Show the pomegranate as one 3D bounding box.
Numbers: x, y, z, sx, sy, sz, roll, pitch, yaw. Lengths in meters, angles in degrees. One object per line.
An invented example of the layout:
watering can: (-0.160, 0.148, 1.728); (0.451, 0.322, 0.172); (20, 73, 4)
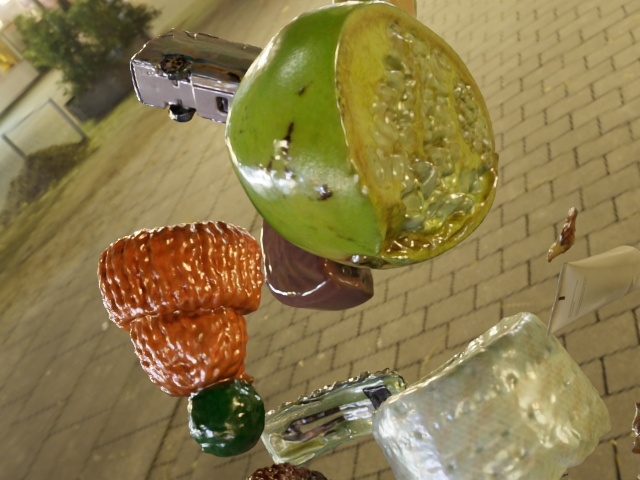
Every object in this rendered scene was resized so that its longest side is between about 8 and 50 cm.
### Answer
pomegranate: (0.032, -0.137, 0.868); (0.216, 0.309, 0.359); (-20, 65, 42)

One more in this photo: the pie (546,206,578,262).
pie: (0.437, -0.015, 1.409); (0.191, 0.033, 0.088); (51, -121, -75)

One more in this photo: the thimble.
thimble: (0.223, 0.240, 1.078); (0.291, 0.195, 0.291); (-31, -9, -5)

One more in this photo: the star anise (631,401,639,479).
star anise: (0.797, 0.518, 1.865); (0.088, 0.288, 0.288); (-22, 30, 35)

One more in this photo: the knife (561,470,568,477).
knife: (0.380, 0.452, 1.513); (0.365, 0.089, 0.043); (105, -170, -62)

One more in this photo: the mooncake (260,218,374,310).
mooncake: (0.000, 0.000, 1.719); (0.334, 0.174, 0.326); (50, 120, 49)

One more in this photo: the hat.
hat: (-0.224, 0.176, 1.403); (0.285, 0.400, 0.285); (-9, -4, -1)

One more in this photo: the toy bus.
toy bus: (-0.136, -0.251, 1.265); (0.316, 0.112, 0.138); (17, 52, 13)

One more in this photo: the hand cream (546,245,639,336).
hand cream: (0.312, 0.046, 0.897); (0.186, 0.087, 0.054); (-14, 30, -42)

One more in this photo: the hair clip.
hair clip: (0.035, 0.325, 1.495); (0.321, 0.138, 0.091); (-23, 9, 22)

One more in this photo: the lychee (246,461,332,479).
lychee: (-0.049, 0.466, 1.140); (0.271, 0.271, 0.271); (-33, 25, 18)
